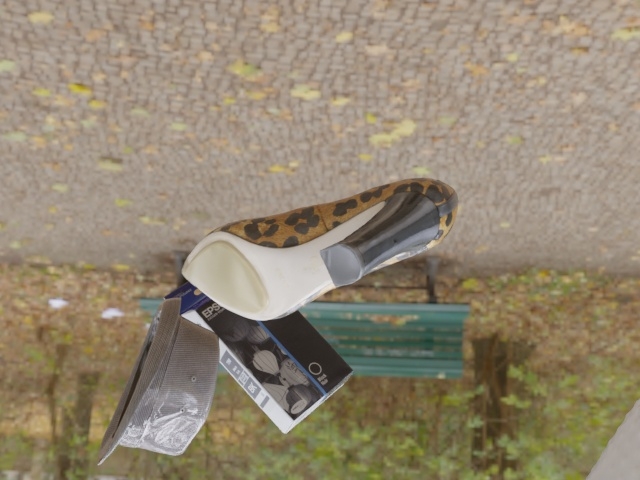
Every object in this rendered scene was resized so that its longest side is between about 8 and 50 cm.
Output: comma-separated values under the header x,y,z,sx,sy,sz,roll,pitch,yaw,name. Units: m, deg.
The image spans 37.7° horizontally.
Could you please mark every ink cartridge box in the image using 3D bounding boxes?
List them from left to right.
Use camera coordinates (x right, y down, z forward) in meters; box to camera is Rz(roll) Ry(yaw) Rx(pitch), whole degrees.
x,y,z,sx,sy,sz,roll,pitch,yaw,name
-0.112,0.168,1.676,0.165,0.333,0.065,-36,165,-36,ink cartridge box

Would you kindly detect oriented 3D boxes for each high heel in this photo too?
x,y,z,sx,sy,sz,roll,pitch,yaw,name
0.000,0.000,0.901,0.261,0.093,0.186,-6,-163,44,high heel

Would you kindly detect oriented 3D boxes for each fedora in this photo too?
x,y,z,sx,sy,sz,roll,pitch,yaw,name
-0.232,0.230,1.440,0.124,0.275,0.244,22,170,-11,fedora

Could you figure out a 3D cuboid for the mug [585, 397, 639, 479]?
x,y,z,sx,sy,sz,roll,pitch,yaw,name
0.473,0.260,0.945,0.276,0.328,0.374,26,-172,-25,mug
